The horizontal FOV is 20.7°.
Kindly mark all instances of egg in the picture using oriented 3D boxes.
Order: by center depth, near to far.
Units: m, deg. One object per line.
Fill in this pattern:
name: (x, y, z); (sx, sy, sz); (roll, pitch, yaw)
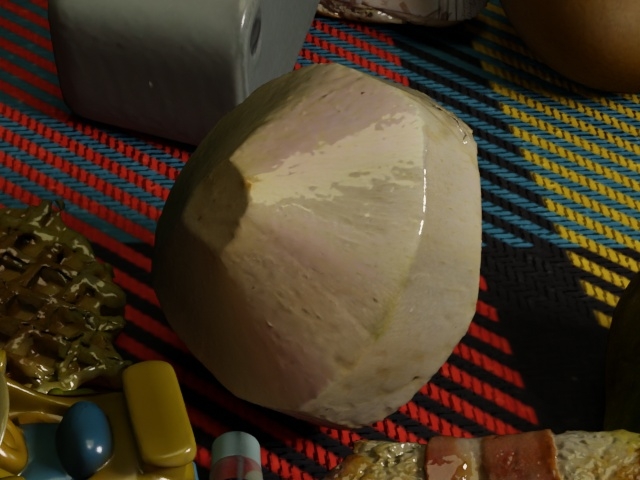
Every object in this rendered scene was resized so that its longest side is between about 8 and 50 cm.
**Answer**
egg: (0.304, -0.293, 1.706); (0.282, 0.283, 0.351); (9, 35, 2)

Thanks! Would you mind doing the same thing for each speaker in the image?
speaker: (-0.099, -0.272, 1.627); (0.184, 0.183, 0.406); (9, 48, 11)

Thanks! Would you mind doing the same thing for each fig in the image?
fig: (0.262, 0.105, 1.297); (0.133, 0.185, 0.126); (28, 0, 29)

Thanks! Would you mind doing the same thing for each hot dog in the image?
hot dog: (0.113, 0.184, 1.138); (0.261, 0.093, 0.123); (-2, 41, 12)
hot dog: (0.042, -0.276, 1.815); (0.267, 0.075, 0.144); (10, 29, 9)

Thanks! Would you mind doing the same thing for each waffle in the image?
waffle: (-0.264, 0.056, 1.282); (0.254, 0.052, 0.245); (-11, 40, -24)

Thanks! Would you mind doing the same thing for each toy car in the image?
toy car: (-0.191, 0.147, 1.080); (0.247, 0.142, 0.200); (-3, 35, -18)

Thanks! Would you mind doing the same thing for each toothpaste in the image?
toothpaste: (-0.053, 0.206, 1.122); (0.056, 0.036, 0.205); (5, 38, -8)

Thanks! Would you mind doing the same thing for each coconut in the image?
coconut: (0.000, 0.000, 1.235); (0.259, 0.259, 0.259); (6, 34, -4)
